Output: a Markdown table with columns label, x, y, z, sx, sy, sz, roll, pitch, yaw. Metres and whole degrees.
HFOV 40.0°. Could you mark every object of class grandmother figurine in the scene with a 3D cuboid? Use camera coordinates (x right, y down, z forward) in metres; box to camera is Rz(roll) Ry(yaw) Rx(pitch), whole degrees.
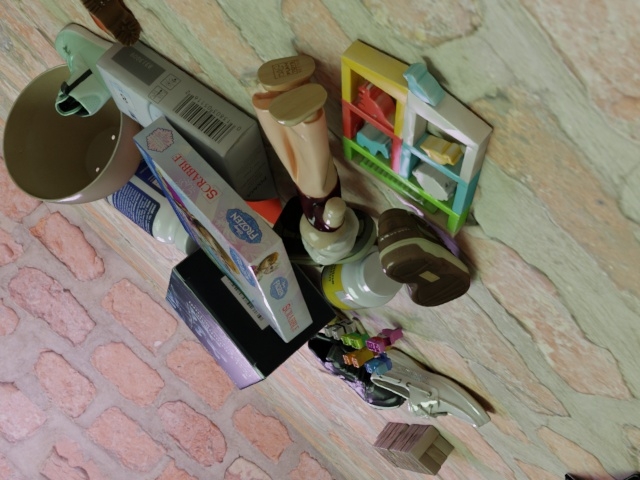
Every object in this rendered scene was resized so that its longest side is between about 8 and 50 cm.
| label | x | y | z | sx | sy | sz | roll | pitch | yaw |
| --- | --- | --- | --- | --- | --- | --- | --- | --- | --- |
| grandmother figurine | -0.013 | -0.092 | 1.218 | 0.342 | 0.103 | 0.208 | 76 | -175 | -49 |

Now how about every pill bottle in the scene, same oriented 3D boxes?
| label | x | y | z | sx | sy | sz | roll | pitch | yaw |
| --- | --- | --- | --- | --- | --- | --- | --- | --- | --- |
| pill bottle | -0.348 | -0.086 | 1.934 | 0.264 | 0.153 | 0.153 | 36 | 162 | 21 |
| pill bottle | 0.073 | 0.062 | 1.465 | 0.103 | 0.103 | 0.184 | 44 | 162 | -8 |

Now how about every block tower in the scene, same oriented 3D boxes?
| label | x | y | z | sx | sy | sz | roll | pitch | yaw |
| --- | --- | --- | --- | --- | --- | --- | --- | --- | --- |
| block tower | 0.237 | 0.542 | 2.299 | 0.097 | 0.091 | 0.335 | 42 | 163 | -2 |

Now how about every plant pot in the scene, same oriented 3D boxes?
| label | x | y | z | sx | sy | sz | roll | pitch | yaw |
| --- | --- | --- | --- | --- | --- | --- | --- | --- | --- |
| plant pot | -0.478 | -0.196 | 1.813 | 0.284 | 0.284 | 0.191 | 34 | -179 | 24 |

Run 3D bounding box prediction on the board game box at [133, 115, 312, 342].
| label | x | y | z | sx | sy | sz | roll | pitch | yaw |
| --- | --- | --- | --- | --- | --- | --- | --- | --- | --- |
| board game box | -0.157 | -0.010 | 1.477 | 0.318 | 0.066 | 0.319 | 45 | 167 | 27 |

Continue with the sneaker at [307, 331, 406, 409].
| label | x | y | z | sx | sy | sz | roll | pitch | yaw |
| --- | --- | --- | --- | --- | --- | --- | --- | --- | --- |
| sneaker | 0.073 | 0.287 | 1.957 | 0.283 | 0.107 | 0.124 | 21 | 170 | 48 |

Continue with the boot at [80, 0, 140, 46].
| label | x | y | z | sx | sy | sz | roll | pitch | yaw |
| --- | --- | --- | --- | --- | --- | --- | --- | --- | --- |
| boot | -0.360 | -0.383 | 1.408 | 0.084 | 0.059 | 0.158 | 34 | 163 | 38 |

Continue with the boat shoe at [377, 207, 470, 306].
| label | x | y | z | sx | sy | sz | roll | pitch | yaw |
| --- | --- | --- | --- | --- | --- | --- | --- | --- | --- |
| boat shoe | 0.146 | 0.019 | 1.237 | 0.257 | 0.095 | 0.095 | 43 | -153 | -63 |

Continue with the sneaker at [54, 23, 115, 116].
| label | x | y | z | sx | sy | sz | roll | pitch | yaw |
| --- | --- | --- | --- | --- | --- | --- | --- | --- | --- |
| sneaker | -0.462 | -0.313 | 1.636 | 0.255 | 0.151 | 0.094 | 27 | 159 | 43 |

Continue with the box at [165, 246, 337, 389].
| label | x | y | z | sx | sy | sz | roll | pitch | yaw |
| --- | --- | --- | --- | --- | --- | --- | --- | --- | --- |
| box | -0.169 | 0.145 | 1.950 | 0.293 | 0.212 | 0.395 | 50 | 163 | 2 |

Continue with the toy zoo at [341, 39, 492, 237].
| label | x | y | z | sx | sy | sz | roll | pitch | yaw |
| --- | --- | --- | --- | --- | --- | --- | --- | --- | --- |
| toy zoo | 0.107 | -0.125 | 1.059 | 0.192 | 0.030 | 0.293 | 37 | 162 | 17 |

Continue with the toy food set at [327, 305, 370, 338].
| label | x | y | z | sx | sy | sz | roll | pitch | yaw |
| --- | --- | --- | --- | --- | --- | --- | --- | --- | --- |
| toy food set | 0.027 | 0.186 | 1.974 | 0.192 | 0.038 | 0.132 | 26 | 157 | 42 |

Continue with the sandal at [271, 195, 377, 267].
| label | x | y | z | sx | sy | sz | roll | pitch | yaw |
| --- | --- | --- | --- | --- | --- | --- | --- | --- | --- |
| sandal | 0.000 | 0.001 | 1.470 | 0.086 | 0.120 | 0.302 | 34 | 170 | -32 |

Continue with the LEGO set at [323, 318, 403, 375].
| label | x | y | z | sx | sy | sz | roll | pitch | yaw |
| --- | --- | --- | --- | --- | --- | --- | --- | --- | --- |
| LEGO set | 0.109 | 0.213 | 1.801 | 0.227 | 0.093 | 0.087 | 8 | 119 | 62 |

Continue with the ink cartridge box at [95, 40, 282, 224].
| label | x | y | z | sx | sy | sz | roll | pitch | yaw |
| --- | --- | --- | --- | --- | --- | --- | --- | --- | --- |
| ink cartridge box | -0.223 | -0.159 | 1.598 | 0.308 | 0.091 | 0.385 | 35 | 161 | 21 |

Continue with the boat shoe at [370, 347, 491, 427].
| label | x | y | z | sx | sy | sz | roll | pitch | yaw |
| --- | --- | --- | --- | --- | --- | --- | --- | --- | --- |
| boat shoe | 0.218 | 0.322 | 1.791 | 0.277 | 0.096 | 0.098 | 25 | 156 | 42 |

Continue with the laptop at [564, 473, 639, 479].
| label | x | y | z | sx | sy | sz | roll | pitch | yaw |
| --- | --- | --- | --- | --- | --- | --- | --- | --- | --- |
| laptop | 0.581 | 0.493 | 1.562 | 0.234 | 0.137 | 0.264 | 41 | -171 | 4 |
